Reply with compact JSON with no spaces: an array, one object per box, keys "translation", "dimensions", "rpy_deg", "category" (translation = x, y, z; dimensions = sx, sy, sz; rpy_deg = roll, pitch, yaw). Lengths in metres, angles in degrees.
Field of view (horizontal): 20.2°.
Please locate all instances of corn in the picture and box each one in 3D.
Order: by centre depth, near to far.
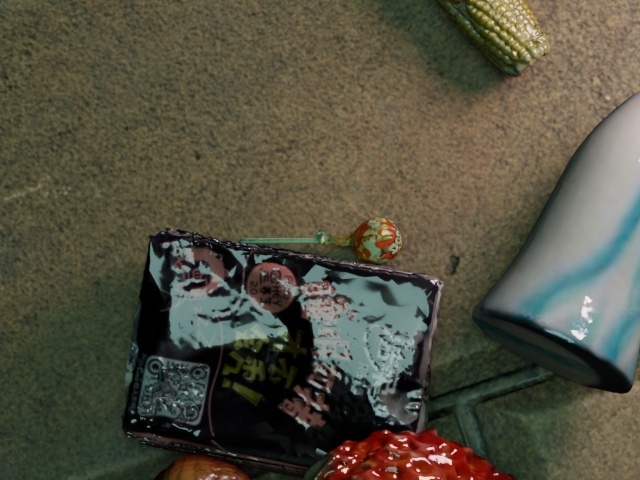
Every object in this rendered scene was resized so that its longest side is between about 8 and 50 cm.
[{"translation":[0.150,-0.306,2.022],"dimensions":[0.086,0.086,0.288],"rpy_deg":[-37,83,-3],"category":"corn"}]

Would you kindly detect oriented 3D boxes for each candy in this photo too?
[{"translation":[0.000,0.000,2.009],"dimensions":[0.184,0.049,0.056],"rpy_deg":[0,51,10],"category":"candy"}]

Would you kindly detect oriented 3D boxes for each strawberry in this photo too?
[{"translation":[0.122,0.329,1.822],"dimensions":[0.336,0.149,0.265],"rpy_deg":[5,94,-29],"category":"strawberry"}]

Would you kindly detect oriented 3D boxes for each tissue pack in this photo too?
[{"translation":[-0.040,0.130,1.946],"dimensions":[0.332,0.123,0.245],"rpy_deg":[9,90,8],"category":"tissue pack"}]

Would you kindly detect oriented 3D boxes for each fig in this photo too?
[{"translation":[-0.133,0.321,1.871],"dimensions":[0.133,0.201,0.146],"rpy_deg":[10,118,0],"category":"fig"}]

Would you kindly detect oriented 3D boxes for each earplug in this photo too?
[{"translation":[0.314,-0.019,1.926],"dimensions":[0.185,0.185,0.324],"rpy_deg":[26,79,7],"category":"earplug"}]
